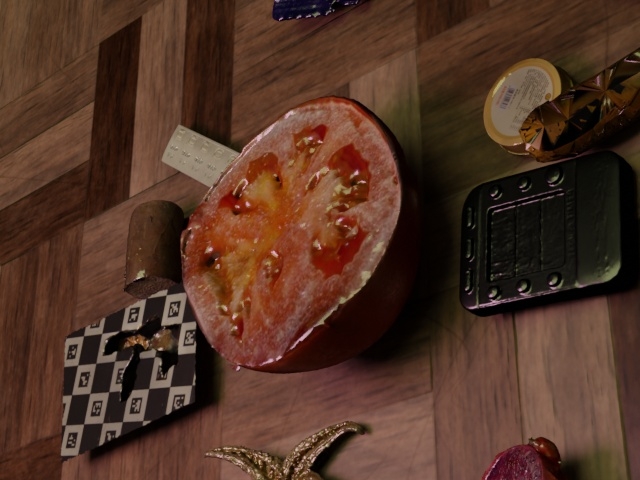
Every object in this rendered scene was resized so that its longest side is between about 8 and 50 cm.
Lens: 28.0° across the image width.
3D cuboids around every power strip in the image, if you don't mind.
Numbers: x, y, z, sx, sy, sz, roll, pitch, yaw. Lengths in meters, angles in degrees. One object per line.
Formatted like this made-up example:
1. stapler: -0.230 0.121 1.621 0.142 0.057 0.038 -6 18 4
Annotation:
1. power strip: -0.146 -0.104 1.758 0.253 0.027 0.060 28 92 50

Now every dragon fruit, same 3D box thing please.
1. dragon fruit: 0.197 0.244 1.196 0.126 0.068 0.112 -53 24 33

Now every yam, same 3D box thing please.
1. yam: -0.225 0.015 1.742 0.084 0.084 0.127 -29 51 35

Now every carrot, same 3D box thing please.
1. carrot: 0.303 -0.150 1.264 0.229 0.069 0.069 -33 50 24

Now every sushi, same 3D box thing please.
1. sushi: -0.243 0.173 1.712 0.279 0.043 0.192 -28 53 35

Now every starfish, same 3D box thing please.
1. starfish: -0.041 0.277 1.440 0.238 0.057 0.213 29 86 46

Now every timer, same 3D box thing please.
1. timer: 0.228 -0.003 1.294 0.187 0.055 0.144 -14 61 38

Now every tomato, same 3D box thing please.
1. tomato: 0.003 0.008 1.457 0.338 0.144 0.338 -23 52 34

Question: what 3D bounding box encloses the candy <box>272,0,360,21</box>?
1. candy: 0.015 -0.421 1.717 0.145 0.070 0.275 -3 67 37

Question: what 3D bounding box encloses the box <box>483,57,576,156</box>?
1. box: 0.225 -0.142 1.375 0.105 0.037 0.105 -24 55 39
